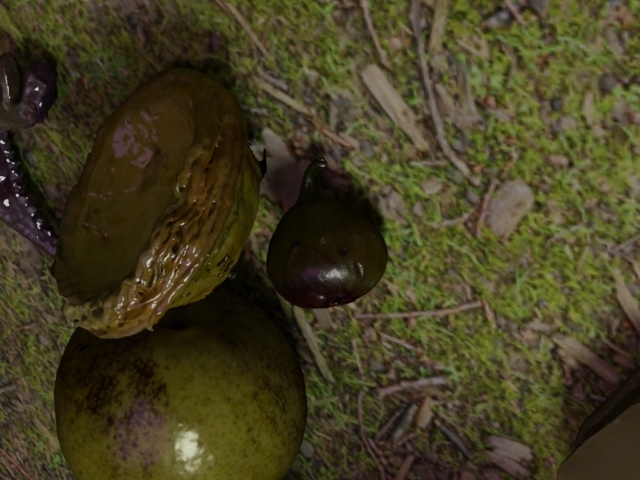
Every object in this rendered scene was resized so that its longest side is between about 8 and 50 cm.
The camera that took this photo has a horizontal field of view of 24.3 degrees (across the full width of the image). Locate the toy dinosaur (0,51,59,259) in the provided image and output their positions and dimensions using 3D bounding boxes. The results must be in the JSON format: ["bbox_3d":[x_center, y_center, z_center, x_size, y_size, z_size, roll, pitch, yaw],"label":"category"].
[{"bbox_3d":[-0.266,-0.045,1.240,0.200,0.072,0.251,9,117,24],"label":"toy dinosaur"}]

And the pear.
[{"bbox_3d":[-0.111,0.119,1.132,0.197,0.197,0.197,23,134,26],"label":"pear"}]

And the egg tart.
[{"bbox_3d":[-0.111,-0.021,1.056,0.090,0.212,0.213,31,150,-33],"label":"egg tart"}]

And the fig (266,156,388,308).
[{"bbox_3d":[0.000,0.000,1.048,0.084,0.082,0.098,116,142,-66],"label":"fig"}]

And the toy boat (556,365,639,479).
[{"bbox_3d":[0.220,0.157,0.981,0.116,0.061,0.188,38,139,10],"label":"toy boat"}]
